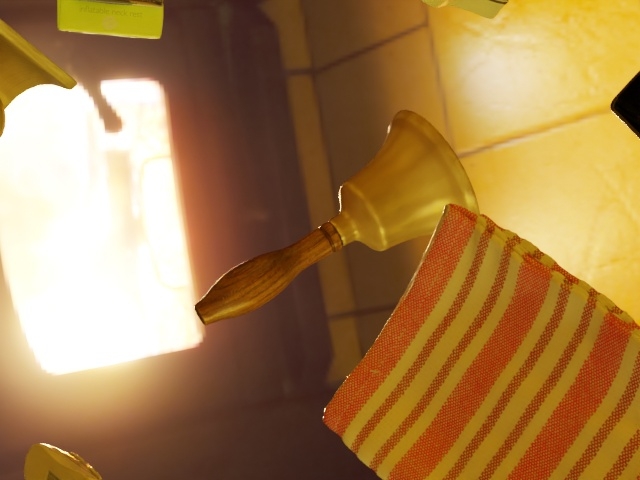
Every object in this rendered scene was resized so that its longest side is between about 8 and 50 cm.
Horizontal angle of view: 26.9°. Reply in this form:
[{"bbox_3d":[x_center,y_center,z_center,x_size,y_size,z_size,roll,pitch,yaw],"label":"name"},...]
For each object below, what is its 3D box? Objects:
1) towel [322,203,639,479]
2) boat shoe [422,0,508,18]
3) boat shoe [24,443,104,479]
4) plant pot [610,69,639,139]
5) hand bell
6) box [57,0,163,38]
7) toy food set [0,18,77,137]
[{"bbox_3d":[0.095,0.087,0.642,0.197,0.029,0.144,39,105,38],"label":"towel"},{"bbox_3d":[0.171,-0.349,1.662,0.105,0.306,0.113,-49,62,24],"label":"boat shoe"},{"bbox_3d":[-0.247,0.269,1.410,0.184,0.063,0.066,18,93,49],"label":"boat shoe"},{"bbox_3d":[0.432,-0.120,1.311,0.188,0.167,0.187,-48,27,15],"label":"plant pot"},{"bbox_3d":[0.000,0.000,1.129,0.126,0.242,0.126,53,164,23],"label":"hand bell"},{"bbox_3d":[-0.223,-0.252,1.433,0.178,0.109,0.042,-110,24,-69],"label":"box"},{"bbox_3d":[-0.340,-0.055,0.925,0.306,0.220,0.092,-49,49,1],"label":"toy food set"}]
